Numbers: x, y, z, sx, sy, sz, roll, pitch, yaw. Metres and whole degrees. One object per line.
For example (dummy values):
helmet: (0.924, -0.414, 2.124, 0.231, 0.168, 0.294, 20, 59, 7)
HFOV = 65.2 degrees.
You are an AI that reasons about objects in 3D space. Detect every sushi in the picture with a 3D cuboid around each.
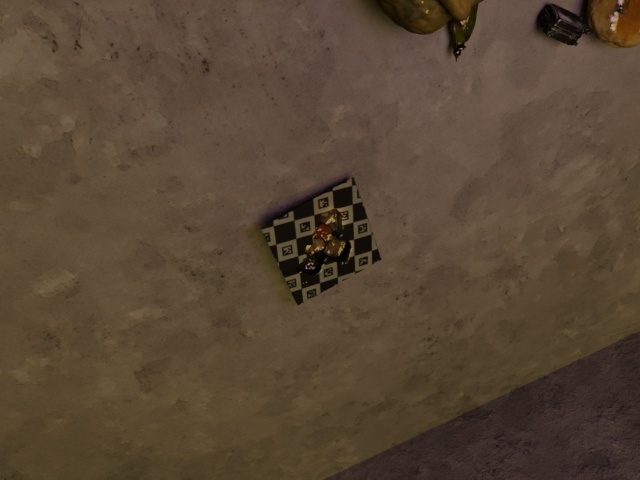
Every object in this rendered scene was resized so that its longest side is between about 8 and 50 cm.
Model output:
sushi: (0.000, 0.000, 1.555, 0.320, 0.069, 0.339, -30, 127, -9)

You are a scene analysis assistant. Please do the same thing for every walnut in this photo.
walnut: (0.252, -0.613, 1.104, 0.282, 0.253, 0.277, -47, 132, 12)

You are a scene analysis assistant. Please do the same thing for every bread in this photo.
bread: (0.831, -0.653, 1.359, 0.244, 0.134, 0.244, -7, 123, -12)

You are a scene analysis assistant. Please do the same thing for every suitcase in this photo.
suitcase: (0.661, -0.590, 1.367, 0.126, 0.086, 0.059, 9, 145, -24)

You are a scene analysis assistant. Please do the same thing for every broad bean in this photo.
broad bean: (0.382, -0.628, 1.260, 0.077, 0.061, 0.339, -3, 124, -26)
